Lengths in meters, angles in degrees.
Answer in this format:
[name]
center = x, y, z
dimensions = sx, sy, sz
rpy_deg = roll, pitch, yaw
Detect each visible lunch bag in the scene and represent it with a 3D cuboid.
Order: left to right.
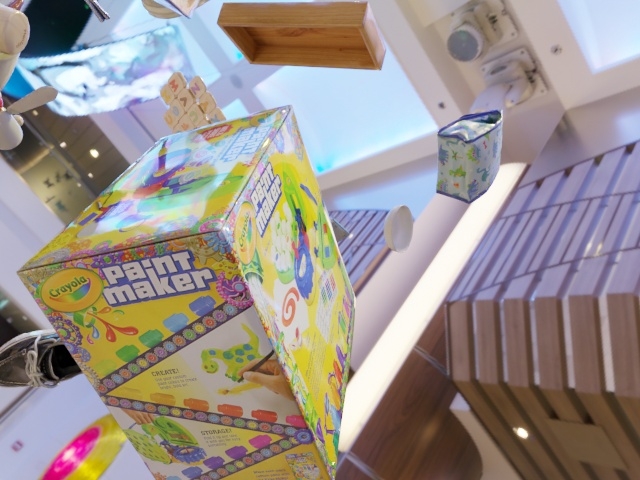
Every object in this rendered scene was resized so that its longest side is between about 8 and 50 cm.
[lunch bag]
center = 0.284, -0.160, 0.989
dimensions = 0.096, 0.151, 0.128
rpy_deg = 29, -43, 41

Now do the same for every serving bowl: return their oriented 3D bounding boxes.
[serving bowl]
center = 0.131, -0.021, 0.929
dimensions = 0.027, 0.083, 0.083
rpy_deg = 6, -46, 35

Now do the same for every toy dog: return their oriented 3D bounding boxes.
[toy dog]
center = -0.655, -0.364, 1.103
dimensions = 0.220, 0.161, 0.334
rpy_deg = 36, -47, -12

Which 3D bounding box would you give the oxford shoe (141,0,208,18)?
[oxford shoe]
center = -0.243, -0.676, 1.250
dimensions = 0.169, 0.449, 0.130
rpy_deg = 29, -30, 24

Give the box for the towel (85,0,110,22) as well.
[towel]
center = -0.675, -0.738, 1.413
dimensions = 0.336, 0.040, 0.243
rpy_deg = 51, -5, 36

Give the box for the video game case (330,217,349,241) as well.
[video game case]
center = 0.000, 0.000, 1.720
dimensions = 0.119, 0.166, 0.015
rpy_deg = 38, 21, -56

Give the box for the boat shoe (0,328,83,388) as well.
[boat shoe]
center = -0.545, 0.246, 1.088
dimensions = 0.307, 0.105, 0.113
rpy_deg = -11, -75, 2

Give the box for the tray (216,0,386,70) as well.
[tray]
center = -0.047, -0.549, 1.439
dimensions = 0.411, 0.076, 0.203
rpy_deg = 11, -10, 22

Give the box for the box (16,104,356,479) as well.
[box]
center = -0.089, 0.049, 0.562
dimensions = 0.177, 0.290, 0.279
rpy_deg = -11, -62, 15

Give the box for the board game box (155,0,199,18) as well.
[board game box]
center = -0.291, -0.350, 0.521
dimensions = 0.318, 0.065, 0.318
rpy_deg = 27, 10, -5

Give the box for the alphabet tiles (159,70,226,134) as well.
[alphabet tiles]
center = -0.413, -0.391, 1.730
dimensions = 0.278, 0.021, 0.284
rpy_deg = -25, -81, 48
